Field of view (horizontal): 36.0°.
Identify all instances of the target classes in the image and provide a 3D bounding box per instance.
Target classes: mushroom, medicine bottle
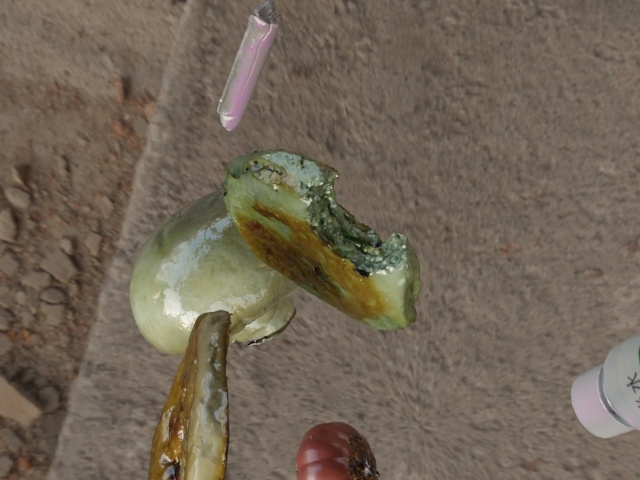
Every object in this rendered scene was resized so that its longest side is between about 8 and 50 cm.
[{"bbox_3d":[-0.169,0.057,1.712,0.352,0.352,0.260,-30,112,0],"label":"mushroom"},{"bbox_3d":[0.331,0.107,0.857,0.095,0.260,0.095,13,61,-25],"label":"medicine bottle"}]

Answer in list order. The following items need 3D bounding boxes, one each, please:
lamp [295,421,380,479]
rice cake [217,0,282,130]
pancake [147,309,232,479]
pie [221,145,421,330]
[{"bbox_3d":[0.038,0.411,1.765,0.140,0.182,0.182,-25,77,23],"label":"lamp"},{"bbox_3d":[-0.118,-0.278,1.594,0.049,0.270,0.055,45,51,12],"label":"rice cake"},{"bbox_3d":[-0.157,0.255,1.187,0.065,0.356,0.356,8,79,-15],"label":"pancake"},{"bbox_3d":[-0.002,0.001,1.165,0.302,0.302,0.067,36,72,11],"label":"pie"}]
